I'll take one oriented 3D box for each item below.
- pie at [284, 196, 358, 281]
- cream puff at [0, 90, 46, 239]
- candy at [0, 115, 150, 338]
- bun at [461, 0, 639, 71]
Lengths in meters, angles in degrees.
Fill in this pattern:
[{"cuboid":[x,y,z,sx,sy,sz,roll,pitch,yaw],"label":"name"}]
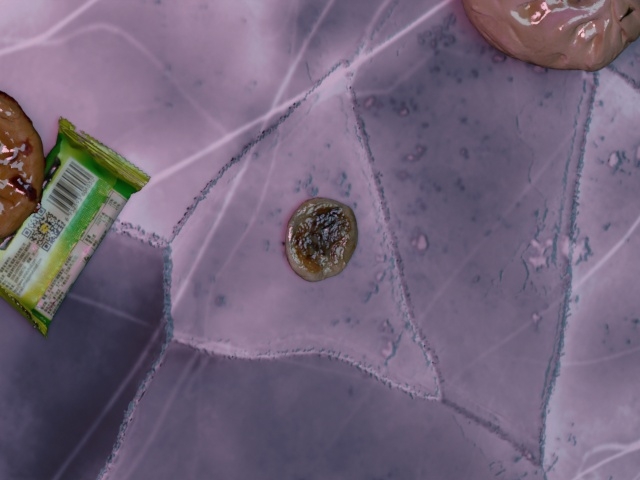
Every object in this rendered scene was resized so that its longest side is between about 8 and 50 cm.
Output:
[{"cuboid":[0.000,0.000,1.821,0.085,0.017,0.085,-3,97,-27],"label":"pie"},{"cuboid":[-0.310,-0.063,1.611,0.149,0.084,0.149,-6,101,-31],"label":"cream puff"},{"cuboid":[-0.238,-0.011,1.685,0.102,0.032,0.178,37,77,-30],"label":"candy"},{"cuboid":[0.255,-0.273,1.868,0.237,0.116,0.210,-40,113,-17],"label":"bun"}]
